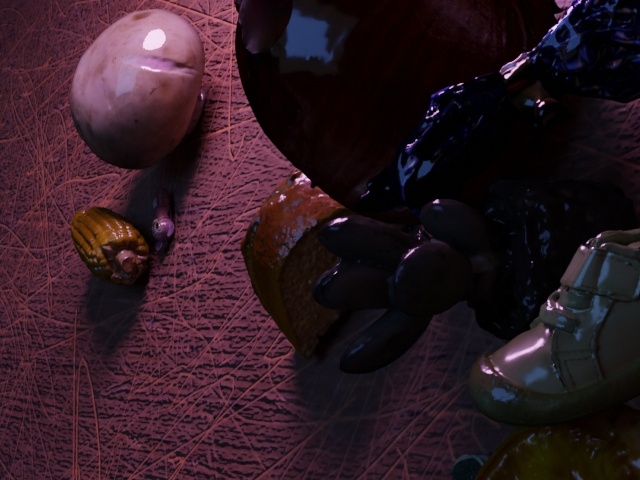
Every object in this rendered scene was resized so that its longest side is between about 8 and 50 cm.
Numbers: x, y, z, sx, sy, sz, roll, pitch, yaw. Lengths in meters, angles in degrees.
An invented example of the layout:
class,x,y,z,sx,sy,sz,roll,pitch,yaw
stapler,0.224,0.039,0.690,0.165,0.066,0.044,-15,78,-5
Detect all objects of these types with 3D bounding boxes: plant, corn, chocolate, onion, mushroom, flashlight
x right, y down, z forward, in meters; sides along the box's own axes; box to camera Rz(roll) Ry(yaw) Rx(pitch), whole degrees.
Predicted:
class,x,y,z,sx,sy,sz,roll,pitch,yaw
plant,0.130,0.022,1.408,0.149,0.274,0.146,128,132,-78
corn,-0.320,0.003,2.476,0.097,0.097,0.261,-65,24,5
chocolate,0.172,-0.123,1.451,0.343,0.126,0.148,-30,21,7
onion,0.064,-0.186,1.678,0.341,0.341,0.341,-42,36,42
mushroom,-0.261,-0.230,2.438,0.255,0.184,0.255,-44,32,37
flashlight,-0.233,-0.037,2.408,0.052,0.031,0.110,-50,31,33

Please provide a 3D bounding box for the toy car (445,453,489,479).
class,x,y,z,sx,sy,sz,roll,pitch,yaw
toy car,0.135,0.281,1.452,0.093,0.058,0.186,17,97,63

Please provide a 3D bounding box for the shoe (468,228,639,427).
class,x,y,z,sx,sy,sz,roll,pitch,yaw
shoe,0.234,0.056,1.273,0.140,0.262,0.128,18,-127,-82

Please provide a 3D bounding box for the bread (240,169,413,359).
class,x,y,z,sx,sy,sz,roll,pitch,yaw
bread,-0.010,0.001,1.850,0.260,0.134,0.129,-57,30,21

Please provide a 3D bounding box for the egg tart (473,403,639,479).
class,x,y,z,sx,sy,sz,roll,pitch,yaw
egg tart,0.205,0.262,1.275,0.295,0.116,0.295,-44,36,44
